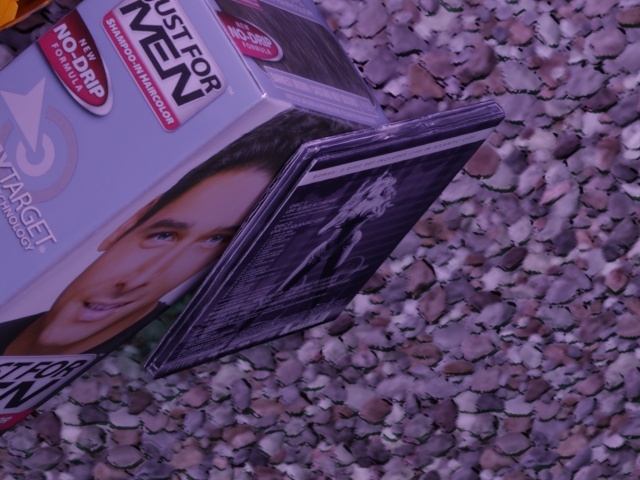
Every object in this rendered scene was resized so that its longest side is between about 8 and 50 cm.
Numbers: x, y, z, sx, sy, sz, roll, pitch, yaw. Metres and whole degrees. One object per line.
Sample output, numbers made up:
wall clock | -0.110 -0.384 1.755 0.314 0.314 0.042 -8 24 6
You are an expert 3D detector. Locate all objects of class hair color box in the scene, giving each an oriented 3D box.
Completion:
hair color box | -0.158 -0.005 1.065 0.374 0.114 0.185 -37 163 18

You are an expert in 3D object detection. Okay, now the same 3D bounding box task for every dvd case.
dvd case | 0.000 0.000 1.112 0.164 0.018 0.221 -16 154 -43

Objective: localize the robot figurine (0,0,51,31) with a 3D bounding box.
robot figurine | -0.174 -0.207 0.992 0.291 0.085 0.211 -24 125 11
